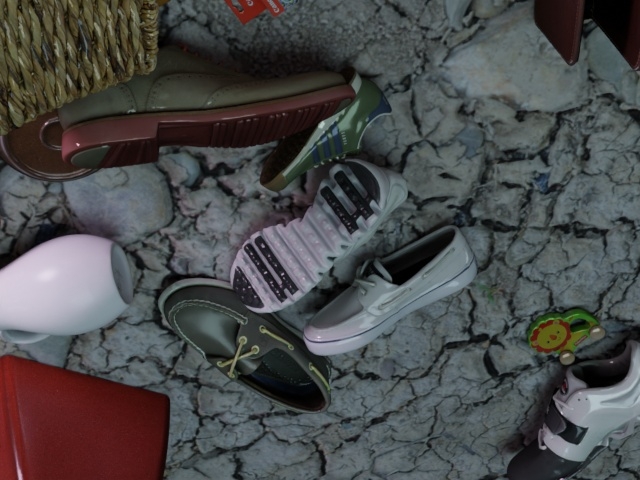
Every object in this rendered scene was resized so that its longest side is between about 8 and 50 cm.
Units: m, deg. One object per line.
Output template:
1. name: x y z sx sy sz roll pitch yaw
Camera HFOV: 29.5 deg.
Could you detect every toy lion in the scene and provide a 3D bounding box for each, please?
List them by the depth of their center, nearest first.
1. toy lion: 0.372 0.141 1.871 0.096 0.034 0.100 37 111 -28

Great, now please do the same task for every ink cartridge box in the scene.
1. ink cartridge box: -0.055 -0.293 1.390 0.115 0.029 0.063 -32 130 11

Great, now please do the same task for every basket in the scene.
1. basket: -0.313 -0.292 1.225 0.223 0.213 0.299 -31 140 -30

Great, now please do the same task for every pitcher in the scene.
1. pitcher: -0.343 0.075 1.564 0.207 0.125 0.178 -12 152 8

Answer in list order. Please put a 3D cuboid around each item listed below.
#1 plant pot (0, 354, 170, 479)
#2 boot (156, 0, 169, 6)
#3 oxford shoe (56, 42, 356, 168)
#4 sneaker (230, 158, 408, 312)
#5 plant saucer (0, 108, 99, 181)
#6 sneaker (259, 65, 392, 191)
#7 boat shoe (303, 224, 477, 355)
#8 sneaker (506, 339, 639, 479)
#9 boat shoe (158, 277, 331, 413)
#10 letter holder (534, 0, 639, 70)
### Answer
1. plant pot: -0.370 0.360 1.699 0.267 0.236 0.267 19 120 -28
2. boot: -0.168 -0.359 1.236 0.211 0.104 0.295 -25 144 9
3. oxford shoe: -0.131 -0.175 1.397 0.348 0.130 0.123 -9 167 -17
4. sneaker: 0.000 0.000 1.602 0.292 0.110 0.118 -38 168 30
5. plant saucer: -0.312 -0.133 1.450 0.168 0.029 0.168 -9 130 -10
6. sneaker: 0.013 -0.122 1.526 0.086 0.064 0.192 30 112 -28
7. boat shoe: 0.088 0.065 1.684 0.267 0.096 0.088 -25 127 4
8. sneaker: 0.409 0.270 1.945 0.330 0.122 0.146 -40 110 18
9. boat shoe: -0.096 0.151 1.701 0.109 0.091 0.305 -43 127 19
10. letter holder: 0.349 -0.335 1.350 0.152 0.214 0.302 -12 131 -7
